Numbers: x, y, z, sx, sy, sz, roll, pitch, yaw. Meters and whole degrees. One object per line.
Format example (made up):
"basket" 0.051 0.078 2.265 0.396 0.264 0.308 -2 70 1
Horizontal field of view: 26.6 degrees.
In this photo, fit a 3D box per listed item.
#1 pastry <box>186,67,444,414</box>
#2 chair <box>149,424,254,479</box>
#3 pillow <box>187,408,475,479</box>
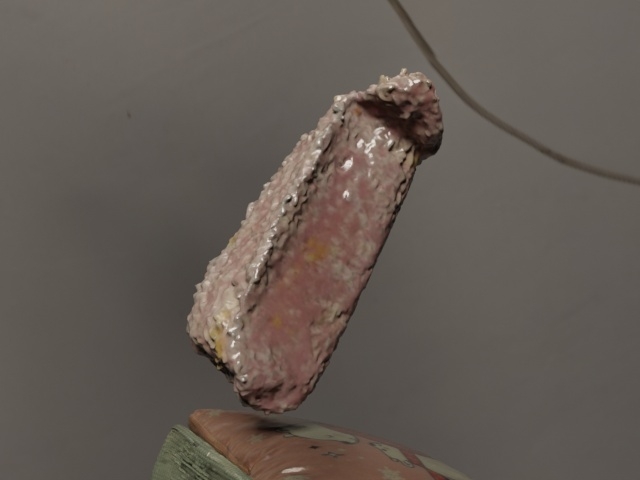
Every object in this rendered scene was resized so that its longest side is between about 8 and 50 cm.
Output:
"pastry" -0.005 -0.004 0.990 0.103 0.112 0.265 40 78 -29
"chair" 0.029 0.221 0.782 0.186 0.319 0.160 -3 102 -23
"pillow" 0.034 0.187 0.992 0.223 0.236 0.084 17 92 -26
